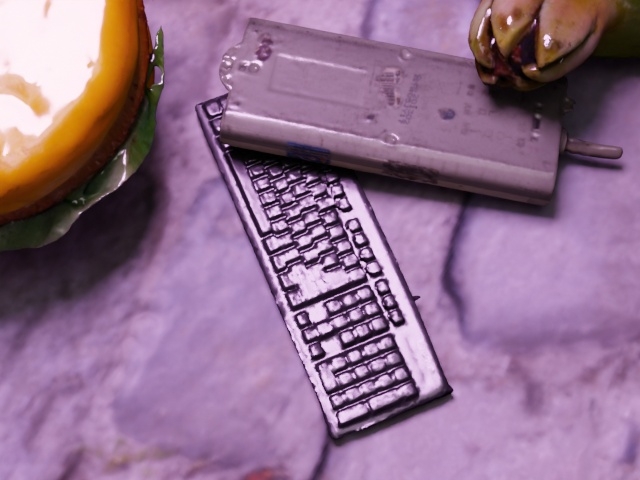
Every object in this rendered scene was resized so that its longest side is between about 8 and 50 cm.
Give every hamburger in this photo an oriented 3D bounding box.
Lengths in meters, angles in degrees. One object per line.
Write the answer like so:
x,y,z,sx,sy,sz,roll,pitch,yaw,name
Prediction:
-0.214,-0.104,0.776,0.246,0.170,0.246,0,80,-1,hamburger

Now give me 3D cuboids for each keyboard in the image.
0.000,0.000,0.808,0.087,0.017,0.250,-21,68,-6,keyboard

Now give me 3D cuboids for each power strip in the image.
0.066,-0.082,0.819,0.268,0.034,0.092,11,63,1,power strip

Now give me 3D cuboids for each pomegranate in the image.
0.169,-0.217,0.807,0.240,0.159,0.190,-28,67,-14,pomegranate
